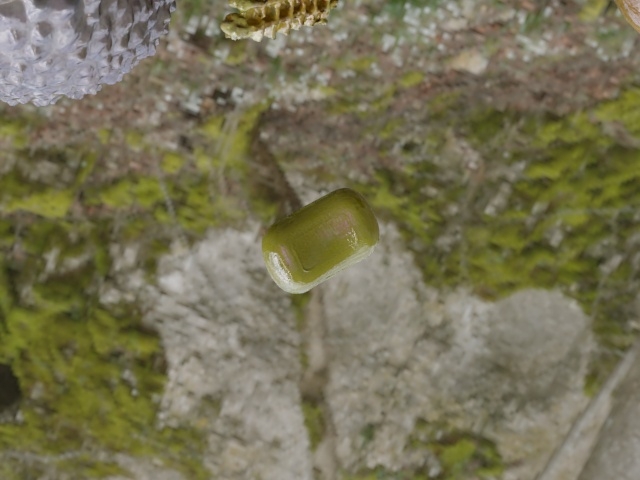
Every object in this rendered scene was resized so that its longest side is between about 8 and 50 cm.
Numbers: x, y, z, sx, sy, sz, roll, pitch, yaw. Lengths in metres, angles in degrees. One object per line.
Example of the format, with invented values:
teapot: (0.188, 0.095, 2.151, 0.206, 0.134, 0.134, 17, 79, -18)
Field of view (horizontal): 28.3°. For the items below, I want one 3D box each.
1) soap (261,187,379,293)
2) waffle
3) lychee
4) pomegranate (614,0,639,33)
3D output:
soap: (0.000, 0.000, 1.436, 0.140, 0.089, 0.045, -29, -169, -12)
waffle: (-0.044, -0.292, 1.566, 0.046, 0.160, 0.192, 20, 173, 29)
lychee: (-0.350, -0.340, 1.436, 0.432, 0.380, 0.380, 1, -173, 33)
pomegranate: (0.460, -0.357, 1.397, 0.319, 0.319, 0.319, 20, -159, -8)
